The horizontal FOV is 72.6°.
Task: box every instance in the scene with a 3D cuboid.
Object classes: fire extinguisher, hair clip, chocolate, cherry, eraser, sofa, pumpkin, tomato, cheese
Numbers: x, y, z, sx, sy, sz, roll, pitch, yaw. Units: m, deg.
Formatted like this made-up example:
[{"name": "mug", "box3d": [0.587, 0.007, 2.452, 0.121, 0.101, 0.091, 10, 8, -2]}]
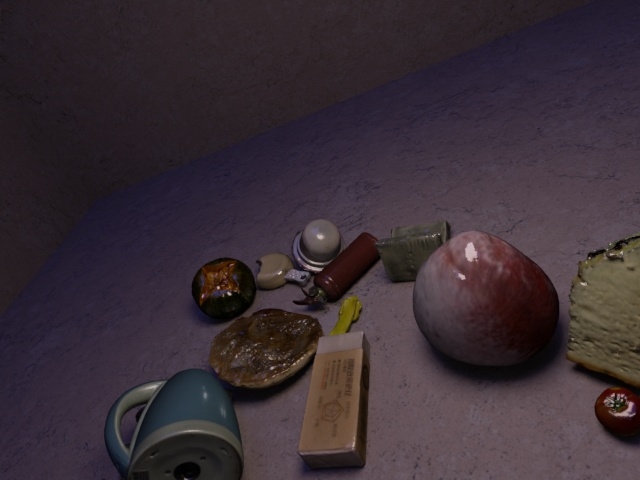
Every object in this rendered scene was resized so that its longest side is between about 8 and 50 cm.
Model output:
[{"name": "fire extinguisher", "box3d": [0.051, 0.109, 1.457, 0.337, 0.106, 0.147, -40, 29, -23]}, {"name": "hair clip", "box3d": [0.078, 0.237, 1.308, 0.072, 0.046, 0.173, -3, 41, 28]}, {"name": "chocolate", "box3d": [0.005, -0.007, 1.540, 0.222, 0.147, 0.221, 6, 53, -8]}, {"name": "cherry", "box3d": [0.362, 0.135, 1.023, 0.327, 0.335, 0.291, -21, 41, 54]}, {"name": "eraser", "box3d": [0.045, 0.384, 1.096, 0.144, 0.078, 0.343, -13, 34, 19]}, {"name": "sofa", "box3d": [0.297, -0.001, 1.371, 0.211, 0.175, 0.225, -9, 37, 26]}, {"name": "pumpkin", "box3d": [-0.347, 0.175, 1.586, 0.238, 0.159, 0.237, -2, 54, 3]}, {"name": "tomato", "box3d": [0.568, 0.325, 0.821, 0.087, 0.075, 0.087, -32, 30, 21]}, {"name": "cheese", "box3d": [-0.134, 0.106, 1.617, 0.249, 0.070, 0.163, -8, 37, 26]}]

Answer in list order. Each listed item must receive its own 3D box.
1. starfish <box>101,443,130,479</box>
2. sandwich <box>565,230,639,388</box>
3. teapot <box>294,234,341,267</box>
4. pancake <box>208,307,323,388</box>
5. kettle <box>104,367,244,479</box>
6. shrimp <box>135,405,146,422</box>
[{"name": "starfish", "box3d": [-0.500, 0.630, 1.152, 0.213, 0.057, 0.238, -34, 28, 3]}, {"name": "sandwich", "box3d": [0.628, 0.129, 0.824, 0.131, 0.324, 0.262, -23, 25, -32]}, {"name": "teapot", "box3d": [-0.004, 0.018, 1.650, 0.107, 0.077, 0.200, 22, 53, 25]}, {"name": "pancake", "box3d": [-0.168, 0.311, 1.310, 0.357, 0.065, 0.356, -8, 24, 4]}, {"name": "kettle", "box3d": [-0.369, 0.458, 1.097, 0.320, 0.246, 0.342, 7, 18, -18]}, {"name": "shrimp", "box3d": [-0.433, 0.492, 1.284, 0.233, 0.079, 0.090, -21, 37, 0]}]
